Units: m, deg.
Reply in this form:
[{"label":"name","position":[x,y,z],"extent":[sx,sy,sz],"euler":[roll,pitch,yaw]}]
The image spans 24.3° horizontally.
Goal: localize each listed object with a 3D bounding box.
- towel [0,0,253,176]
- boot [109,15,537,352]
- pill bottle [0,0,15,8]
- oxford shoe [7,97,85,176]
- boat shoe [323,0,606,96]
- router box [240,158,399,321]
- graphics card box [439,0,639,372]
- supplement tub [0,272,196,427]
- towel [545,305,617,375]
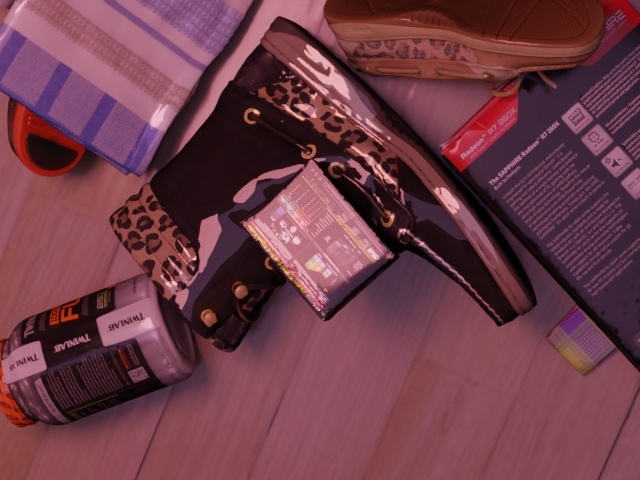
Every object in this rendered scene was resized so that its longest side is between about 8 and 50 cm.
[{"label":"towel","position":[-0.178,-0.225,1.441],"extent":[0.209,0.034,0.285],"euler":[35,88,-32]},{"label":"boot","position":[-0.002,0.002,1.454],"extent":[0.284,0.138,0.377],"euler":[-44,85,6]},{"label":"pill bottle","position":[-0.292,-0.311,1.488],"extent":[0.086,0.086,0.152],"euler":[40,98,2]},{"label":"oxford shoe","position":[-0.267,-0.206,1.478],"extent":[0.096,0.098,0.271],"euler":[11,100,-33]},{"label":"boat shoe","position":[0.140,-0.196,1.406],"extent":[0.285,0.089,0.105],"euler":[13,52,34]},{"label":"router box","position":[0.000,0.000,1.370],"extent":[0.092,0.038,0.122],"euler":[-41,81,7]},{"label":"graphics card box","position":[0.320,-0.029,1.436],"extent":[0.233,0.094,0.371],"euler":[-43,88,4]},{"label":"supplement tub","position":[-0.232,0.115,1.499],"extent":[0.190,0.117,0.117],"euler":[-21,92,7]},{"label":"towel","position":[0.276,0.090,1.496],"extent":[0.060,0.009,0.083],"euler":[45,98,1]}]
